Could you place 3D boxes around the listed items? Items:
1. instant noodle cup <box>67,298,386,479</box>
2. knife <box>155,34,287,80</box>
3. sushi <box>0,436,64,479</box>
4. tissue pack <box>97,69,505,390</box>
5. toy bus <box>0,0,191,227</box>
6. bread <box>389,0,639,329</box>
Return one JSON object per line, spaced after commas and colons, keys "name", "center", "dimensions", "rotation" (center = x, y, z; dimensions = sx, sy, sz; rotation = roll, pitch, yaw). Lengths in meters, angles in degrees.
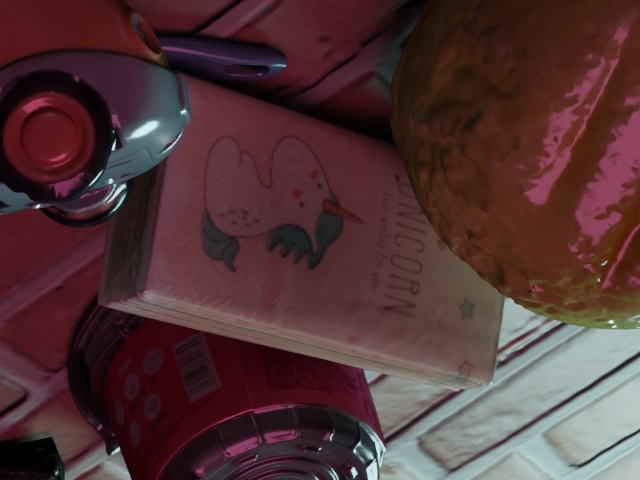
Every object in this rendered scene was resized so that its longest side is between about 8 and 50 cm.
{"name": "instant noodle cup", "center": [-0.060, 0.144, 1.349], "dimensions": [0.258, 0.181, 0.302], "rotation": [-1, 132, -20]}
{"name": "knife", "center": [-0.170, -0.130, 1.160], "dimensions": [0.313, 0.019, 0.044], "rotation": [3, 142, -24]}
{"name": "sushi", "center": [-0.337, 0.271, 1.412], "dimensions": [0.273, 0.109, 0.134], "rotation": [-13, 135, -10]}
{"name": "tissue pack", "center": [0.000, 0.000, 1.251], "dimensions": [0.325, 0.170, 0.071], "rotation": [16, 162, -35]}
{"name": "toy bus", "center": [-0.234, -0.106, 1.018], "dimensions": [0.288, 0.232, 0.194], "rotation": [-16, 174, -3]}
{"name": "bread", "center": [0.217, -0.097, 1.186], "dimensions": [0.321, 0.237, 0.320], "rotation": [-13, 123, -20]}
